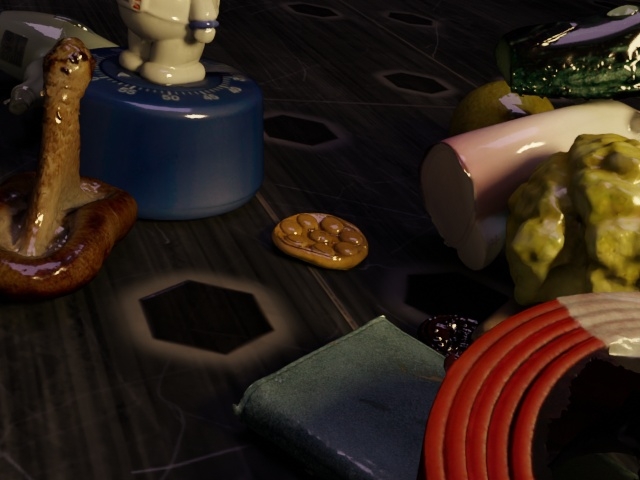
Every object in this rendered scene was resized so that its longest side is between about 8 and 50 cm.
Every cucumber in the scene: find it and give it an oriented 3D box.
[{"bbox_3d":[0.290,-0.206,0.935,0.193,0.085,0.115,-9,45,1],"label":"cucumber"}]

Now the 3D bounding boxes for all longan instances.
[{"bbox_3d":[0.266,-0.157,1.276,0.155,0.176,0.145,34,71,1],"label":"longan"}]

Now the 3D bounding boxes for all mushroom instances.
[{"bbox_3d":[-0.248,-0.072,0.794,0.148,0.217,0.227,10,28,-4],"label":"mushroom"}]

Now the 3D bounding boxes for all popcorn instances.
[{"bbox_3d":[0.284,0.006,0.800,0.255,0.195,0.256,5,13,-39],"label":"popcorn"}]

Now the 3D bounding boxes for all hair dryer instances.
[{"bbox_3d":[-0.308,-0.219,1.215,0.296,0.119,0.298,5,30,-31],"label":"hair dryer"}]

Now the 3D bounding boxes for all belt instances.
[{"bbox_3d":[0.174,0.145,0.518,0.227,0.115,0.324,17,34,19],"label":"belt"}]

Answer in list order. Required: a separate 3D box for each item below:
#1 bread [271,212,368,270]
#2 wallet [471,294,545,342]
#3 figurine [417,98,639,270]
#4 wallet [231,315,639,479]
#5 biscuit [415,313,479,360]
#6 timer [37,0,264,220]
[{"bbox_3d":[0.000,0.000,0.966,0.110,0.024,0.110,7,27,-4],"label":"bread"},{"bbox_3d":[0.214,0.095,0.817,0.118,0.038,0.153,31,20,17],"label":"wallet"},{"bbox_3d":[0.286,-0.071,1.022,0.316,0.284,0.206,-21,43,-7],"label":"figurine"},{"bbox_3d":[0.134,0.180,0.628,0.379,0.046,0.191,28,30,31],"label":"wallet"},{"bbox_3d":[0.131,0.100,0.811,0.089,0.027,0.087,20,28,21],"label":"biscuit"},{"bbox_3d":[-0.177,-0.244,0.984,0.270,0.383,0.270,8,26,-4],"label":"timer"}]
